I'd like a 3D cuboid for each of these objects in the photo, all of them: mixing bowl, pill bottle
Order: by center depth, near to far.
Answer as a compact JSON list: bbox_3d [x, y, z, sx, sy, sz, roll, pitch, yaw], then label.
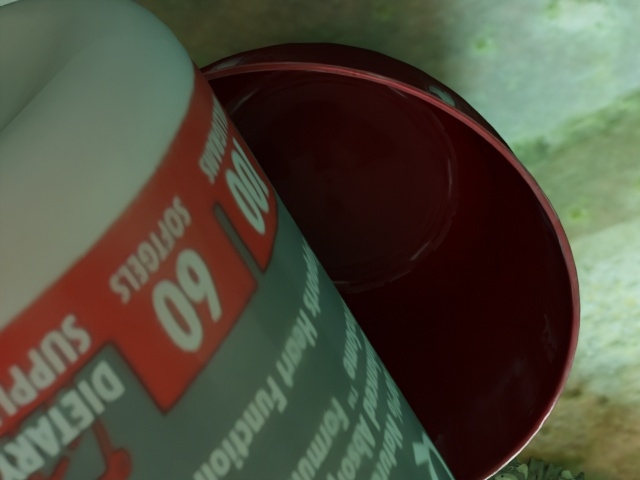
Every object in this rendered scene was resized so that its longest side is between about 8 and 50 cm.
[{"bbox_3d":[-0.046,0.128,0.506,0.210,0.210,0.363,-24,116,18],"label":"pill bottle"},{"bbox_3d":[0.000,0.000,0.603,0.181,0.098,0.181,3,121,5],"label":"mixing bowl"}]

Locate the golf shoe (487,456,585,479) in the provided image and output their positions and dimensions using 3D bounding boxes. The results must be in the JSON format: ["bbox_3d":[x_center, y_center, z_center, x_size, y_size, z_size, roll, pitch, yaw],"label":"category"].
[{"bbox_3d":[0.111,0.140,0.694,0.176,0.069,0.086,7,126,3],"label":"golf shoe"}]
